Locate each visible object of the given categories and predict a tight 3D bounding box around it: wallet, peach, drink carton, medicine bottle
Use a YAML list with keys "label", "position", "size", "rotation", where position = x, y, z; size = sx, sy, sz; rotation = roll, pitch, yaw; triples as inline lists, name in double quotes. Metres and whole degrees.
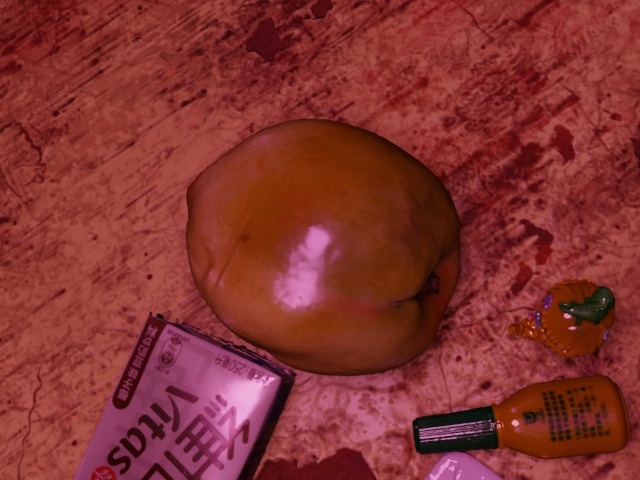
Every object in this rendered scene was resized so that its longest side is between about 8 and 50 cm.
- label: "wallet"
  position: [0.204, 0.355, 0.981]
  size: [0.183, 0.032, 0.124]
  rotation: [35, 86, 12]
- label: "peach"
  position: [0.008, 0.003, 0.943]
  size: [0.315, 0.314, 0.282]
  rotation: [31, 104, 31]
- label: "drink carton"
  position: [-0.184, 0.275, 0.995]
  size: [0.194, 0.132, 0.325]
  rotation: [22, 82, 12]
- label: "medicine bottle"
  position: [0.246, 0.229, 0.985]
  size: [0.260, 0.064, 0.095]
  rotation: [-8, 69, 5]

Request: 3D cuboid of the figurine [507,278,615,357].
- label: "figurine"
  position: [0.293, 0.096, 0.962]
  size: [0.114, 0.156, 0.095]
  rotation: [-7, 77, 3]
